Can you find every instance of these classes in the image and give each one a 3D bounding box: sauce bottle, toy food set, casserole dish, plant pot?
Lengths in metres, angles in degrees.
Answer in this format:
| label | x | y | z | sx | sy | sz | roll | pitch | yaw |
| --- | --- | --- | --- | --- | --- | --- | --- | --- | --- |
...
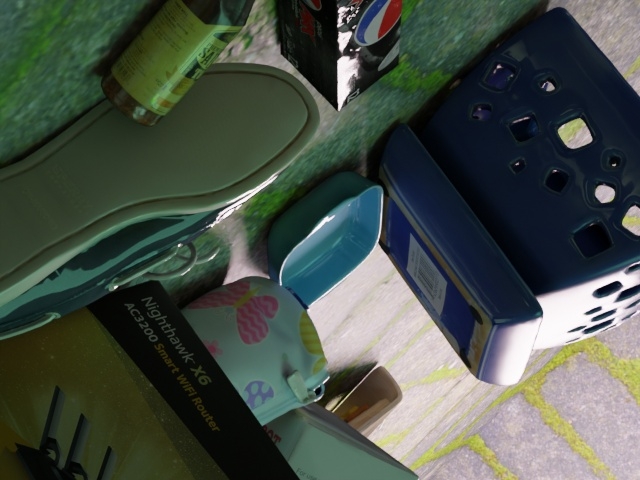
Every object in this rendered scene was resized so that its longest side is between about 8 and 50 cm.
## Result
| label | x | y | z | sx | sy | sz | roll | pitch | yaw |
| --- | --- | --- | --- | --- | --- | --- | --- | --- | --- |
| sauce bottle | -0.064 | -0.118 | 0.760 | 0.128 | 0.042 | 0.042 | -46 | 163 | 17 |
| toy food set | -0.031 | 0.257 | 1.720 | 0.219 | 0.092 | 0.306 | -49 | 170 | 17 |
| casserole dish | 0.000 | 0.000 | 1.208 | 0.114 | 0.037 | 0.188 | -38 | 162 | -13 |
| plant pot | 0.178 | -0.020 | 1.239 | 0.212 | 0.236 | 0.236 | -32 | 161 | -11 |

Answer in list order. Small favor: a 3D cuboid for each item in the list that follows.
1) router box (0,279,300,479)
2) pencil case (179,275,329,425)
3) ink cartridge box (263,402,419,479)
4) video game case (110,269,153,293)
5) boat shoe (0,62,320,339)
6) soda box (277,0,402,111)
| label | x | y | z | sx | sy | sz | roll | pitch | yaw |
| --- | --- | --- | --- | --- | --- | --- | --- | --- | --- |
| router box | -0.126 | 0.188 | 0.879 | 0.243 | 0.309 | 0.081 | -19 | 152 | -43 |
| pencil case | -0.112 | 0.130 | 1.093 | 0.273 | 0.124 | 0.113 | -31 | 164 | -46 |
| ink cartridge box | -0.070 | 0.290 | 1.278 | 0.307 | 0.129 | 0.223 | -62 | -158 | -2 |
| video game case | -0.163 | 0.039 | 0.979 | 0.122 | 0.011 | 0.087 | -28 | 158 | -41 |
| boat shoe | -0.113 | -0.017 | 0.808 | 0.254 | 0.095 | 0.079 | -34 | 160 | -22 |
| soda box | 0.011 | -0.145 | 0.830 | 0.053 | 0.060 | 0.169 | -39 | 163 | -13 |
